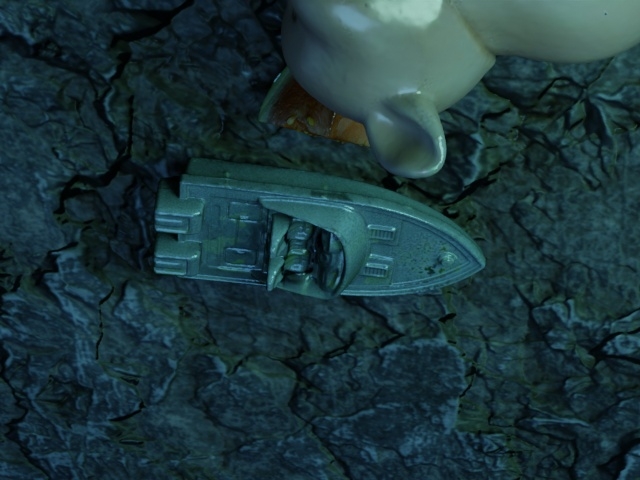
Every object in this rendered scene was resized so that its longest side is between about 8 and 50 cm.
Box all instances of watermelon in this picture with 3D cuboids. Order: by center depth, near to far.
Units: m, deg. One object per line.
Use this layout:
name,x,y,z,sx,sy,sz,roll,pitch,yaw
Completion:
watermelon,0.012,-0.127,1.514,0.125,0.094,0.135,17,132,1

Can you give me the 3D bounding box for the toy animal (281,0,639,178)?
toy animal,0.118,-0.205,1.349,0.326,0.237,0.269,8,115,0

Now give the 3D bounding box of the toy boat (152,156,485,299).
toy boat,0.000,0.000,1.648,0.320,0.092,0.141,6,139,-1
